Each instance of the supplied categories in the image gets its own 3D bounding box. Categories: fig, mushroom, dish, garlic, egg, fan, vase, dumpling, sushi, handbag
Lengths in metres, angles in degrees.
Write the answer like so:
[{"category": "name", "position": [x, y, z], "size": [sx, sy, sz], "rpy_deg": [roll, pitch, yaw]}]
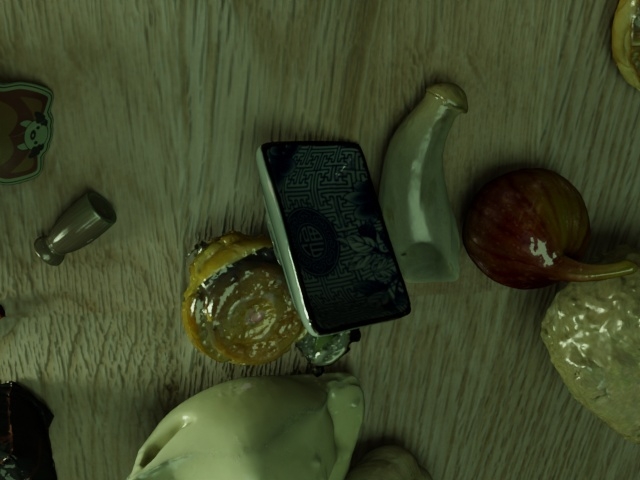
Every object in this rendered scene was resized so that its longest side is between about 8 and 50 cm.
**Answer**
[{"category": "fig", "position": [0.292, 0.002, 1.127], "size": [0.175, 0.207, 0.175], "rpy_deg": [-10, 131, -12]}, {"category": "mushroom", "position": [0.134, -0.074, 1.108], "size": [0.118, 0.103, 0.270], "rpy_deg": [-6, 114, -11]}, {"category": "dish", "position": [0.000, 0.000, 1.052], "size": [0.182, 0.243, 0.080], "rpy_deg": [-7, 166, -46]}, {"category": "garlic", "position": [0.086, 0.454, 1.360], "size": [0.212, 0.218, 0.218], "rpy_deg": [-24, 127, 34]}, {"category": "egg", "position": [0.468, 0.152, 1.227], "size": [0.279, 0.279, 0.310], "rpy_deg": [-31, 107, 4]}, {"category": "fan", "position": [-0.390, -0.116, 0.928], "size": [0.220, 0.009, 0.131], "rpy_deg": [-10, 119, -53]}, {"category": "vase", "position": [-0.311, -0.013, 1.055], "size": [0.101, 0.053, 0.053], "rpy_deg": [-38, 121, 13]}, {"category": "dumpling", "position": [-0.093, 0.347, 1.208], "size": [0.395, 0.233, 0.315], "rpy_deg": [-27, 123, -34]}, {"category": "sushi", "position": [0.002, 0.125, 1.193], "size": [0.094, 0.084, 0.098], "rpy_deg": [-28, 126, -2]}, {"category": "handbag", "position": [-0.464, 0.317, 1.131], "size": [0.215, 0.169, 0.155], "rpy_deg": [-35, 121, 6]}]

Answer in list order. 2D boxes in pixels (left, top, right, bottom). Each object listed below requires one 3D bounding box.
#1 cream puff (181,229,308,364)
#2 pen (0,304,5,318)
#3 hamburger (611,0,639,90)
[{"category": "cream puff", "position": [-0.103, 0.072, 1.108], "size": [0.189, 0.129, 0.188], "rpy_deg": [-9, 112, -23]}, {"category": "pen", "position": [-0.508, 0.151, 1.111], "size": [0.218, 0.026, 0.026], "rpy_deg": [-35, 121, 6]}, {"category": "hamburger", "position": [0.504, -0.278, 1.054], "size": [0.245, 0.163, 0.244], "rpy_deg": [-6, 112, -14]}]
